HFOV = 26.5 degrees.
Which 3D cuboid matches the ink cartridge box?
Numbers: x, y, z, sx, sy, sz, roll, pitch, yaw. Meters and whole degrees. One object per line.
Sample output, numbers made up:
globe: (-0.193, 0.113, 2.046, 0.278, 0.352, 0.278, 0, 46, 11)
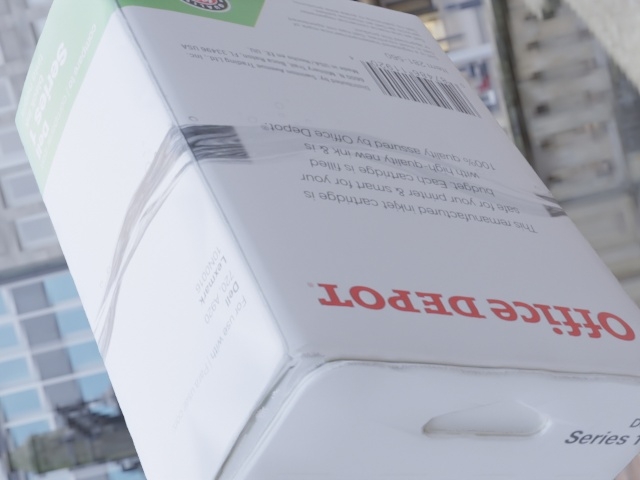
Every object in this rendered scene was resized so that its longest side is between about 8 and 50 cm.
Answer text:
ink cartridge box: (0.000, 0.000, 0.480, 0.093, 0.160, 0.219, -60, 39, 31)
